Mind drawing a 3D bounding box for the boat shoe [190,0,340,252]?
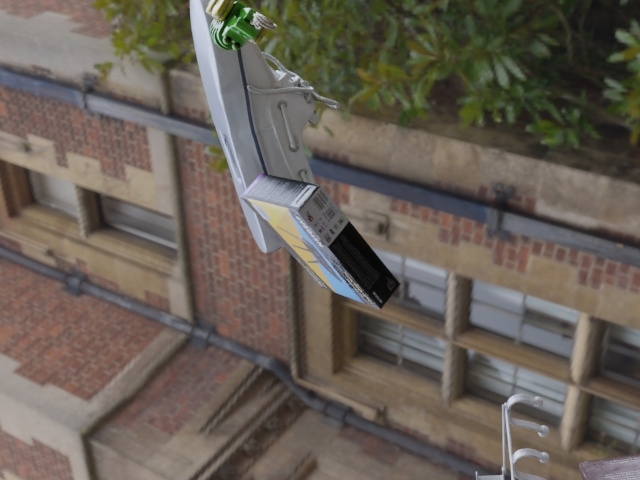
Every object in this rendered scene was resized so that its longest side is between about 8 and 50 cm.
[{"bbox_3d":[-0.055,-0.169,1.229,0.156,0.136,0.367,-21,-68,-13],"label":"boat shoe"}]

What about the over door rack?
[{"bbox_3d":[0.361,0.459,1.675,0.324,0.108,0.239,95,180,-49],"label":"over door rack"}]

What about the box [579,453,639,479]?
[{"bbox_3d":[0.457,0.398,1.253,0.203,0.168,0.167,-43,-56,-81],"label":"box"}]

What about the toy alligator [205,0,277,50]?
[{"bbox_3d":[-0.088,-0.220,0.971,0.056,0.190,0.051,30,-81,-24],"label":"toy alligator"}]

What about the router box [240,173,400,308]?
[{"bbox_3d":[0.000,0.000,1.127,0.046,0.133,0.179,-50,-58,-16],"label":"router box"}]
